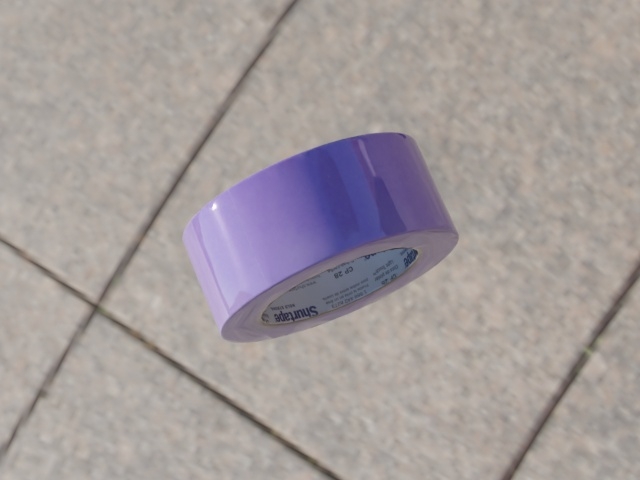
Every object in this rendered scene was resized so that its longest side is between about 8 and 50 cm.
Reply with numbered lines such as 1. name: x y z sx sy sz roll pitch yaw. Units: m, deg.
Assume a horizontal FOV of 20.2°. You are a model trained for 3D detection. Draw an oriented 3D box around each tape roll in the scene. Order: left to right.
1. tape roll: 0.000 0.000 1.314 0.189 0.189 0.080 -29 74 23
